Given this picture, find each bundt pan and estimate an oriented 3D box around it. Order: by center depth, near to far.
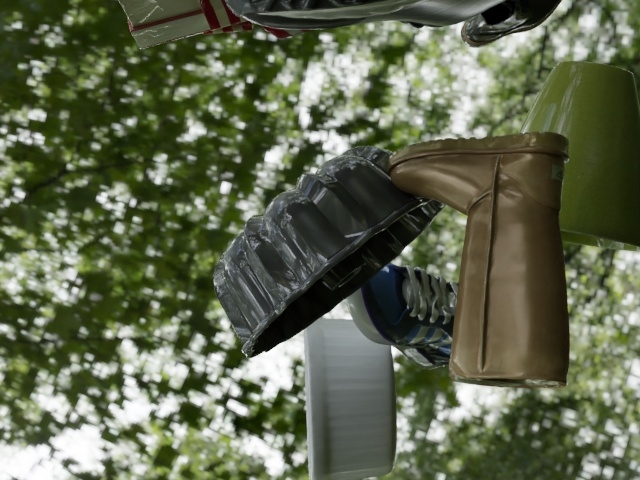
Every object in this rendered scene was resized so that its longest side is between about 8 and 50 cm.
[{"bbox_3d":[0.000,0.000,1.481,0.331,0.124,0.331,-37,-10,-7],"label":"bundt pan"}]

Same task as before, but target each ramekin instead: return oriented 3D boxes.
[{"bbox_3d":[0.045,0.255,1.878,0.277,0.135,0.277,178,90,-88],"label":"ramekin"}]

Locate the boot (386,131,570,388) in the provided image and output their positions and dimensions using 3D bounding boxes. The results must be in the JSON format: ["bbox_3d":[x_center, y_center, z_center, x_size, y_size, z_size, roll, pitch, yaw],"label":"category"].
[{"bbox_3d":[0.164,0.023,1.283,0.089,0.236,0.269,18,-108,-47],"label":"boot"}]

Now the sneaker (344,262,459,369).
[{"bbox_3d":[0.201,0.087,1.746,0.323,0.236,0.130,40,-141,-49],"label":"sneaker"}]

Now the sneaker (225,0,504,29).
[{"bbox_3d":[0.058,-0.183,0.806,0.272,0.100,0.108,-17,-25,-26],"label":"sneaker"}]

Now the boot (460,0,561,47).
[{"bbox_3d":[0.341,-0.396,1.981,0.198,0.137,0.076,-33,-91,-6],"label":"boot"}]

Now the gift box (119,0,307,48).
[{"bbox_3d":[-0.102,-0.355,1.202,0.258,0.277,0.255,75,-174,-74],"label":"gift box"}]

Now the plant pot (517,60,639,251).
[{"bbox_3d":[0.444,-0.149,2.010,0.275,0.275,0.293,13,-93,-51],"label":"plant pot"}]
